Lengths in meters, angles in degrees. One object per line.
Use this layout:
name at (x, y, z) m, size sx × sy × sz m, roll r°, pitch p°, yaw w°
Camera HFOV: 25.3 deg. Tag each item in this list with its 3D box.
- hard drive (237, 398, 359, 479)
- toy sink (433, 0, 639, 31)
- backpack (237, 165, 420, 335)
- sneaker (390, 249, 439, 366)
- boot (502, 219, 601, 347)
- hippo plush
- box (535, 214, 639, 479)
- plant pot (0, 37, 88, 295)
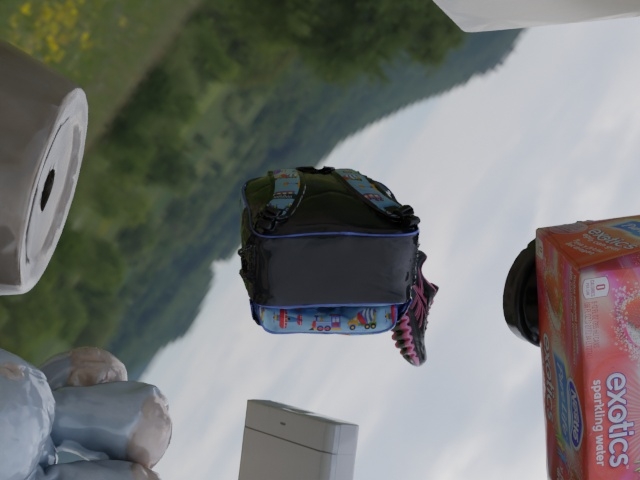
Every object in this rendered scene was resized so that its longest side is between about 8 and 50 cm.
hard drive at (-0.044, 0.377, 1.682) m, size 0.233 × 0.047 × 0.352 m, roll 3°, pitch -93°, yaw 62°
toy sink at (0.206, -0.265, 1.172) m, size 0.153 × 0.234 × 0.131 m, roll 22°, pitch 68°, yaw -64°
backpack at (0.000, 0.000, 1.274) m, size 0.173 × 0.158 × 0.116 m, roll -115°, pitch -155°, yaw -67°
sneaker at (0.094, 0.064, 1.397) m, size 0.057 × 0.119 × 0.047 m, roll -14°, pitch -174°, yaw -20°
boot at (0.386, 0.049, 1.428) m, size 0.260 × 0.348 × 0.131 m, roll 16°, pitch -67°, yaw 61°
hippo plush at (-0.266, 0.134, 1.155) m, size 0.234 × 0.294 × 0.236 m, roll -51°, pitch 147°, yaw -25°
box at (0.303, 0.137, 1.365) m, size 0.142 × 0.154 × 0.299 m, roll -117°, pitch -159°, yaw -70°
plant pot at (-0.363, -0.077, 1.229) m, size 0.323 × 0.281 × 0.323 m, roll -164°, pitch -90°, yaw -90°
